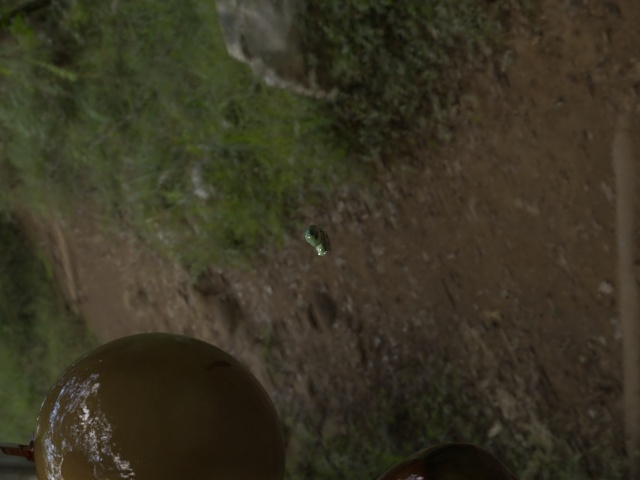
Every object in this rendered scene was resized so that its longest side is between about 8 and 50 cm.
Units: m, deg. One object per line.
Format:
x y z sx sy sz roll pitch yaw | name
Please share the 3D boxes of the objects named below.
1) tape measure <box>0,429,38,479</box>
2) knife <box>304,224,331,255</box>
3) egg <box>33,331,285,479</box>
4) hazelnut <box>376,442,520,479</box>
-0.551 0.396 1.498 0.130 0.258 0.265 17 93 58 | tape measure
-0.002 0.000 1.514 0.293 0.020 0.043 10 -114 -85 | knife
-0.203 0.267 1.332 0.301 0.301 0.374 56 179 37 | egg
0.114 0.307 1.045 0.208 0.208 0.208 59 163 31 | hazelnut
